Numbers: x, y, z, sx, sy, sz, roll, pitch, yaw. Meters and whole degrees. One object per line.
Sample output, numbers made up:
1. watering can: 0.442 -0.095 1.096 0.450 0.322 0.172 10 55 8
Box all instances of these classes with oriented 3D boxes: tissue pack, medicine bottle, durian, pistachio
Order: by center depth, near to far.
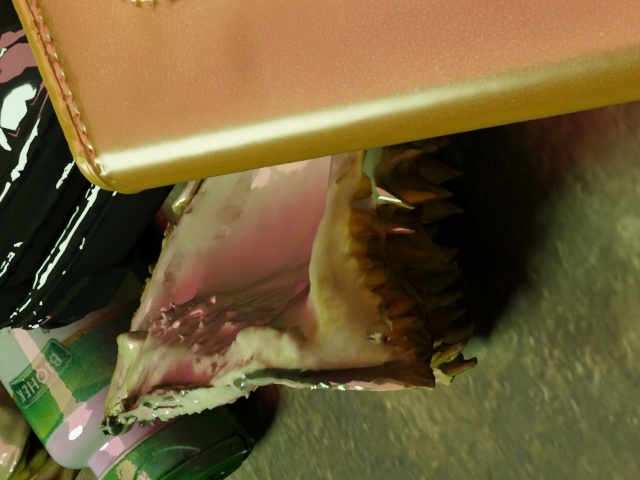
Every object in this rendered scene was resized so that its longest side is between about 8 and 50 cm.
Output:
1. tissue pack: 0.025 -0.134 0.528 0.275 0.145 0.194 -9 110 36
2. durian: -0.005 -0.008 0.743 0.305 0.186 0.195 153 116 -66
3. medicine bottle: -0.163 0.064 1.022 0.274 0.133 0.133 53 147 11
4. pistachio: -0.285 0.175 1.278 0.130 0.131 0.206 29 164 -34

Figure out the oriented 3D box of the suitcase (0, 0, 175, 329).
1. suitcase: -0.207 -0.144 0.834 0.345 0.188 0.339 57 132 22
